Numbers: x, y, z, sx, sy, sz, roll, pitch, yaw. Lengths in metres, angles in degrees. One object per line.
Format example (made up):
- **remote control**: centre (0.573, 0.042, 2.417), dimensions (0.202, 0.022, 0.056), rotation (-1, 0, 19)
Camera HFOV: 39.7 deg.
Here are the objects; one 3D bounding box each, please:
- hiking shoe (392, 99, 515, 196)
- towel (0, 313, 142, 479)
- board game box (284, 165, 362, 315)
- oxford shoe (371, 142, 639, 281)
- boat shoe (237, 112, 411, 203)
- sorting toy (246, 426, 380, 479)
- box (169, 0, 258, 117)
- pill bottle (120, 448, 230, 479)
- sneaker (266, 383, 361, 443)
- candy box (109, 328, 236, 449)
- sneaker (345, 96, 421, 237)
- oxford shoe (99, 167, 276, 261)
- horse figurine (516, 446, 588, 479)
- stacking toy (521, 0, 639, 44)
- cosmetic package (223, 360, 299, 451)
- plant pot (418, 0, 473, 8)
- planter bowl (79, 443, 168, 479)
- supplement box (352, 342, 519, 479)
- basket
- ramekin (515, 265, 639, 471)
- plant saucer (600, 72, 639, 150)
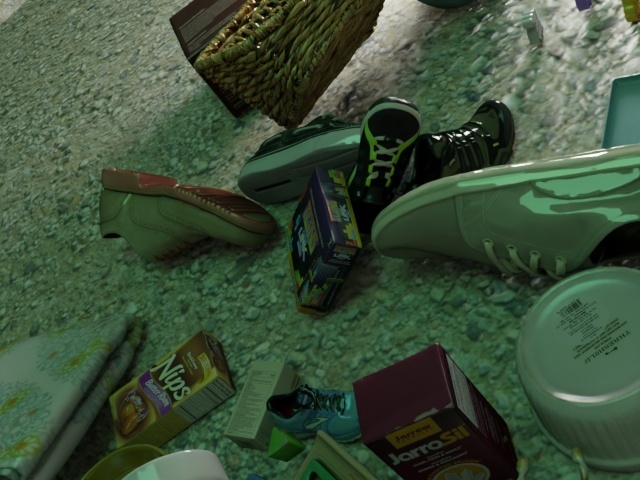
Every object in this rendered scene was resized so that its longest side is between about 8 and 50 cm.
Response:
- **hiking shoe**: centre (0.191, -0.122, 1.238), dimensions (0.086, 0.114, 0.227), rotation (17, 67, 46)
- **towel**: centre (-0.478, 0.273, 1.392), dimensions (0.320, 0.090, 0.374), rotation (-13, 29, 26)
- **board game box**: centre (0.000, 0.000, 1.281), dimensions (0.170, 0.048, 0.141), rotation (-103, 29, -47)
- **oxford shoe**: centre (0.255, -0.013, 1.067), dimensions (0.449, 0.169, 0.130), rotation (-9, 71, 33)
- **boat shoe**: centre (0.002, -0.149, 1.412), dimensions (0.335, 0.121, 0.119), rotation (-7, 55, 38)
- **sorting toy**: centre (-0.007, 0.332, 0.990), dimensions (0.347, 0.047, 0.196), rotation (29, 91, 54)
- **box**: centre (-0.166, -0.384, 1.729), dimensions (0.168, 0.167, 0.203), rotation (-35, 39, 7)
- **pill bottle**: centre (-0.122, 0.381, 0.949), dimensions (0.160, 0.160, 0.283), rotation (-35, 56, 9)
- **sneaker**: centre (-0.001, 0.215, 1.121), dimensions (0.162, 0.073, 0.063), rotation (-14, 47, 29)
- **candy box**: centre (-0.221, 0.227, 1.309), dimensions (0.186, 0.053, 0.109), rotation (-36, 39, 6)
- **sneaker**: centre (0.089, -0.094, 1.254), dimensions (0.084, 0.235, 0.097), rotation (6, 48, -8)
- **oxford shoe**: centre (-0.236, -0.026, 1.524), dimensions (0.396, 0.140, 0.147), rotation (15, 96, 41)
- **horse figurine**: centre (0.187, 0.314, 0.864), dimensions (0.263, 0.066, 0.175), rotation (-37, 36, 26)
- **stacking toy**: centre (0.410, -0.401, 1.370), dimensions (0.166, 0.052, 0.221), rotation (-8, 48, 32)
- **cosmetic package**: centre (-0.079, 0.223, 1.203), dimensions (0.060, 0.041, 0.115), rotation (-1, 54, 39)
- **plant pot**: centre (0.210, -0.546, 1.514), dimensions (0.292, 0.235, 0.293), rotation (-23, 43, 23)
- **planter bowl**: centre (-0.242, 0.383, 1.152), dimensions (0.217, 0.090, 0.217), rotation (-23, 43, 23)
- **supplement box**: centre (0.126, 0.203, 0.936), dimensions (0.104, 0.188, 0.081), rotation (-27, 42, 18)
- **basket**: centre (-0.049, -0.376, 1.472), dimensions (0.223, 0.213, 0.299), rotation (35, 69, 6)
- **ramekin**: centre (0.303, 0.125, 0.926), dimensions (0.207, 0.109, 0.207), rotation (-23, 43, 23)
- **plant saucer**: centre (0.406, -0.144, 1.160), dimensions (0.067, 0.018, 0.192), rotation (-6, 50, 36)
